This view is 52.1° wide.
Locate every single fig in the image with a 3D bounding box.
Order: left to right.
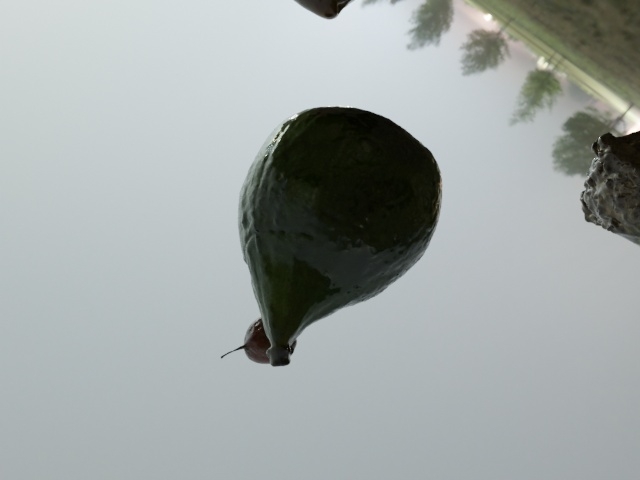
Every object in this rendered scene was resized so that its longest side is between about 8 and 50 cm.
[{"bbox_3d":[0.000,0.000,0.622,0.203,0.203,0.235,33,-129,-8],"label":"fig"}]

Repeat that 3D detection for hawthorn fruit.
[{"bbox_3d":[-0.080,0.128,0.829,0.103,0.067,0.067,-4,-138,-36],"label":"hawthorn fruit"}]

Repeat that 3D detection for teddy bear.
[{"bbox_3d":[0.472,-0.034,0.749,0.246,0.295,0.223,54,-157,-74],"label":"teddy bear"}]

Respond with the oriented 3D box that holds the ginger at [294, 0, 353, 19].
[{"bbox_3d":[0.003,-0.419,0.656,0.418,0.254,0.176,60,-179,26],"label":"ginger"}]
